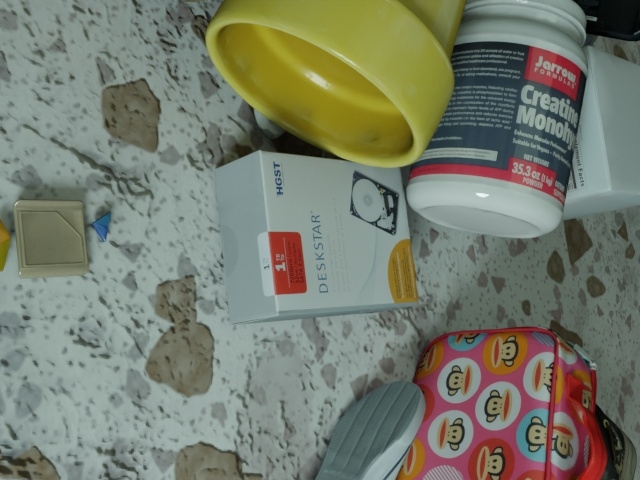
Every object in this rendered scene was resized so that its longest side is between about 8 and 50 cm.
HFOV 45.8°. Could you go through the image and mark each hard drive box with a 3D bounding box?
[{"bbox_3d":[0.000,0.000,0.896,0.232,0.089,0.181,0,80,-43],"label":"hard drive box"}]

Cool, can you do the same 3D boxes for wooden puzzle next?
[{"bbox_3d":[-0.254,-0.002,0.711,0.116,0.014,0.078,7,80,-42],"label":"wooden puzzle"}]

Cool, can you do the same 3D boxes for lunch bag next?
[{"bbox_3d":[0.228,0.251,0.933,0.120,0.258,0.293,33,60,-33],"label":"lunch bag"}]

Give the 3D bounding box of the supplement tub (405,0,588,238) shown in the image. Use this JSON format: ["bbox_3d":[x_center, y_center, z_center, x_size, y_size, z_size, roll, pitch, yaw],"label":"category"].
[{"bbox_3d":[0.221,-0.152,0.938,0.191,0.191,0.272,19,80,-39],"label":"supplement tub"}]

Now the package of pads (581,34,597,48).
[{"bbox_3d":[0.272,-0.409,1.157,0.101,0.229,0.296,-31,104,-81],"label":"package of pads"}]

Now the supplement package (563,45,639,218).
[{"bbox_3d":[0.336,-0.135,1.121,0.199,0.263,0.198,1,80,-44],"label":"supplement package"}]

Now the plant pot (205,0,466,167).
[{"bbox_3d":[0.044,-0.243,0.801,0.254,0.254,0.239,36,74,-32],"label":"plant pot"}]

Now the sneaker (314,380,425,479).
[{"bbox_3d":[0.050,0.280,0.891,0.258,0.094,0.091,-49,132,-34],"label":"sneaker"}]

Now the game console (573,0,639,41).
[{"bbox_3d":[0.300,-0.352,1.089,0.044,0.361,0.213,-49,151,-78],"label":"game console"}]

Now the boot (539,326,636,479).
[{"bbox_3d":[0.341,0.336,1.103,0.284,0.138,0.377,57,45,-19],"label":"boot"}]

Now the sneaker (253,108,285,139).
[{"bbox_3d":[-0.035,-0.191,0.928,0.054,0.061,0.152,39,58,-32],"label":"sneaker"}]
